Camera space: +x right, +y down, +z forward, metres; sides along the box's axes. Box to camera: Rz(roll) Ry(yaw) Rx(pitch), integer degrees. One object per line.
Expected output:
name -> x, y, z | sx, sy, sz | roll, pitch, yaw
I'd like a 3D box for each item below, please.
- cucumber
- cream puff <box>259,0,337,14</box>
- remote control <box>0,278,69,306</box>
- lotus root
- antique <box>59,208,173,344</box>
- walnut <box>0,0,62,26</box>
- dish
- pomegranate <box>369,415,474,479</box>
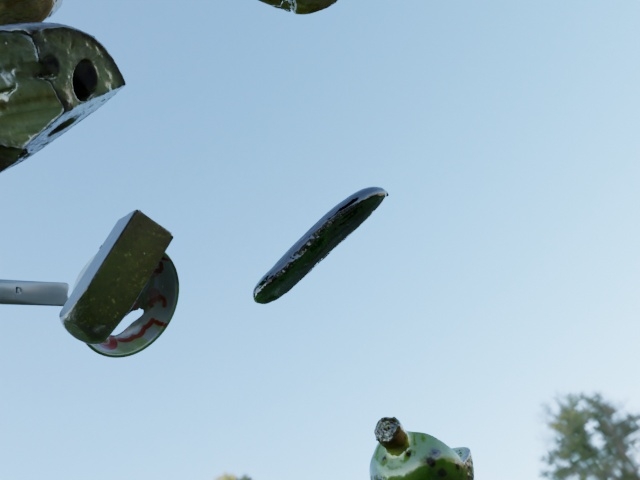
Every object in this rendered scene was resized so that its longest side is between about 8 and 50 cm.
cucumber -> 0.000, 0.000, 1.092 | 0.284, 0.056, 0.056 | -41, -31, -19
cream puff -> -0.034, -0.421, 1.005 | 0.194, 0.195, 0.221 | -22, -26, -9
remote control -> -0.583, 0.100, 1.372 | 0.184, 0.050, 0.027 | 6, -21, -33
lotus root -> -0.450, -0.237, 1.087 | 0.314, 0.142, 0.210 | -10, -57, 33
antique -> -0.334, 0.063, 1.149 | 0.081, 0.221, 0.080 | 39, -35, -24
walnut -> -0.559, -0.455, 1.289 | 0.166, 0.149, 0.166 | -7, -1, 0
dish -> -0.551, 0.147, 1.925 | 0.324, 0.124, 0.324 | -20, -62, -44
pomegranate -> 0.133, 0.326, 0.975 | 0.143, 0.122, 0.169 | -12, -38, 36
